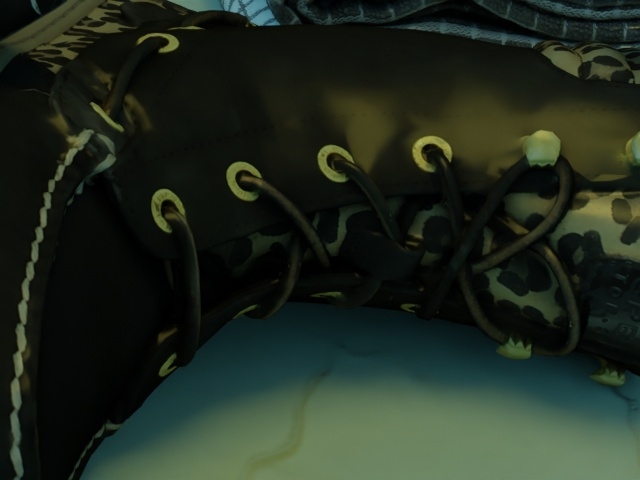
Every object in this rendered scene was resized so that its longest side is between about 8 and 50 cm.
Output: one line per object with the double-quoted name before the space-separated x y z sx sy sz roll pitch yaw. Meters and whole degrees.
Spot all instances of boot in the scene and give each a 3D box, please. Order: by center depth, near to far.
"boot" 0.000 0.000 0.627 0.284 0.138 0.377 6 23 -1

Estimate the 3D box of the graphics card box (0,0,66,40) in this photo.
"graphics card box" -0.292 -0.041 0.527 0.371 0.094 0.233 -36 31 -31

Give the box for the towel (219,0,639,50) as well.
"towel" 0.085 -0.162 0.952 0.284 0.121 0.235 -2 30 -15
